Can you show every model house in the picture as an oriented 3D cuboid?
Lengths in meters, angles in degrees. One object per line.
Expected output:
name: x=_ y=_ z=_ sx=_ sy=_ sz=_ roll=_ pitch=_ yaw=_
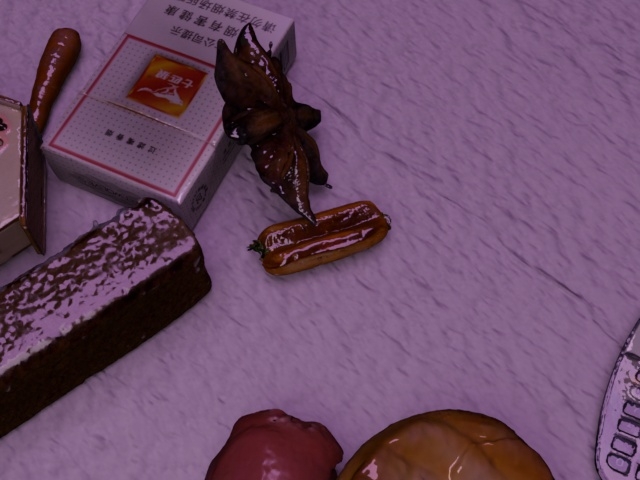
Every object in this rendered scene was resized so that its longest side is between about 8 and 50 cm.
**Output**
model house: x=-0.448 y=-0.072 z=1.028 sx=0.244 sy=0.169 sz=0.326 roll=-36 pitch=76 yaw=-19

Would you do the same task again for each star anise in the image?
star anise: x=-0.075 y=-0.140 z=1.037 sx=0.103 sy=0.272 sz=0.271 roll=-19 pitch=61 yaw=21

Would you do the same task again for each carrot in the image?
carrot: x=-0.390 y=-0.214 z=1.190 sx=0.048 sy=0.048 sz=0.216 roll=10 pitch=68 yaw=6

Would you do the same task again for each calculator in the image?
calculator: x=0.421 y=0.200 z=0.971 sx=0.177 sy=0.040 sz=0.268 roll=23 pitch=66 yaw=12

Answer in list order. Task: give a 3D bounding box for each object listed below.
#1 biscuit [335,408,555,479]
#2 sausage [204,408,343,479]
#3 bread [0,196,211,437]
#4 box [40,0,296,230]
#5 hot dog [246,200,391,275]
biscuit: x=0.129 y=0.320 z=0.842 sx=0.297 sy=0.102 sz=0.296 roll=9 pitch=70 yaw=-24
sausage: x=-0.062 y=0.308 z=0.860 sx=0.152 sy=0.152 sz=0.279 roll=15 pitch=63 yaw=8
bread: x=-0.322 y=0.113 z=0.952 sx=0.417 sy=0.165 sz=0.113 roll=-35 pitch=69 yaw=-17
box: x=-0.196 y=-0.194 z=1.148 sx=0.210 sy=0.095 sz=0.330 roll=22 pitch=67 yaw=12
hot dog: x=0.000 y=0.000 z=1.067 sx=0.188 sy=0.055 sz=0.072 roll=-15 pitch=61 yaw=-7
